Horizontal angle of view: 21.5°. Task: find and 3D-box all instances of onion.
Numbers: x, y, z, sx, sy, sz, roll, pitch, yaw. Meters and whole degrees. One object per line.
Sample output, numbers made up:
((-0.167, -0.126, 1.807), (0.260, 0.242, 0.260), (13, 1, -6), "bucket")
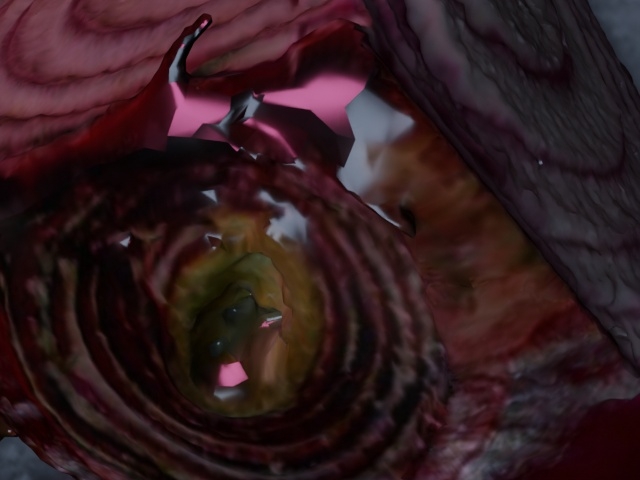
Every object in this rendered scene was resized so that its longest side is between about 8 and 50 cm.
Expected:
((-0.004, 0.003, 0.501), (0.207, 0.216, 0.206), (-24, 115, 28), "onion")

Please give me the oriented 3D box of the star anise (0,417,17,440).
((-0.209, 0.060, 0.611), (0.272, 0.102, 0.272), (2, 104, 9), "star anise")
